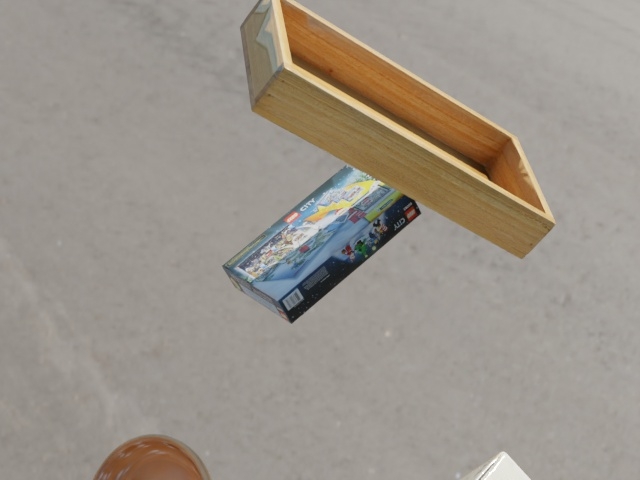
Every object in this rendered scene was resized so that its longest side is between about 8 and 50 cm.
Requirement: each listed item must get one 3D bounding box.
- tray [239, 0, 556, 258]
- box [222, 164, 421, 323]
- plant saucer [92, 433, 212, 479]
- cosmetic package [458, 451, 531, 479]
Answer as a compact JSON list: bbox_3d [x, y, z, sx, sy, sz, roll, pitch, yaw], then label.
[{"bbox_3d":[0.094,-0.140,1.496,0.411,0.076,0.203,28,28,-26],"label":"tray"},{"bbox_3d":[0.000,0.000,1.627,0.233,0.044,0.159,-39,31,-15],"label":"box"},{"bbox_3d":[-0.207,0.342,1.509,0.200,0.200,0.037,33,3,34],"label":"plant saucer"},{"bbox_3d":[0.151,0.387,1.406,0.160,0.309,0.113,49,48,5],"label":"cosmetic package"}]
